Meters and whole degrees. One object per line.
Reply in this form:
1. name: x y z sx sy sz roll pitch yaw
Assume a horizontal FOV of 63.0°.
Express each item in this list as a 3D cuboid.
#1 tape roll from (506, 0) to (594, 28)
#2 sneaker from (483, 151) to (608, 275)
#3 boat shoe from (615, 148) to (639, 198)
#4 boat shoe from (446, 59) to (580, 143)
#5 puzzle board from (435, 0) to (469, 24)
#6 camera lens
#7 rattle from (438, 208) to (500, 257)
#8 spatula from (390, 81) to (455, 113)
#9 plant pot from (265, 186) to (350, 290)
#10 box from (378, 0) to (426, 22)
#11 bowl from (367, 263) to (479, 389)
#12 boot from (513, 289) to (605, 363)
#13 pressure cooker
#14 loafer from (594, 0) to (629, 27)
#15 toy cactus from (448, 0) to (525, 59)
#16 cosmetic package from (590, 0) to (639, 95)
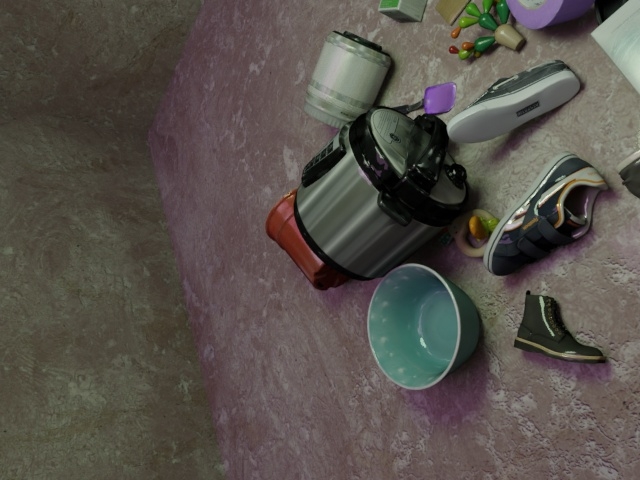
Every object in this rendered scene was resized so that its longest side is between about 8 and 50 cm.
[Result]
1. tape roll: 0.495 -0.612 1.134 0.275 0.090 0.275 165 90 -86
2. sneaker: 0.490 -0.031 1.152 0.321 0.126 0.127 -62 36 23
3. boat shoe: 0.700 -0.189 0.928 0.335 0.112 0.096 -46 63 44
4. boat shoe: 0.433 -0.329 1.220 0.301 0.108 0.102 -25 52 17
5. puzzle board: 0.388 -0.689 1.479 0.128 0.011 0.096 -51 47 35
6. camera lens: 0.083 -0.513 1.678 0.219 0.219 0.274 47 121 45
7. rattle: 0.346 -0.019 1.336 0.199 0.142 0.130 16 116 46
8. spatula: 0.275 -0.401 1.566 0.296 0.030 0.084 -2 85 52
9. plant pot: 0.000 0.000 1.699 0.265 0.272 0.272 55 127 31
10. box: 0.251 -0.724 1.588 0.101 0.101 0.087 29 106 52
11. bowl: 0.284 0.219 1.353 0.311 0.163 0.312 -10 77 52
12. boot: 0.516 0.186 1.134 0.197 0.076 0.137 6 84 52
13. pressure cooker: 0.177 -0.143 1.373 0.420 0.375 0.370 -44 57 37
14. loafer: 0.616 -0.523 1.099 0.076 0.078 0.223 -12 75 51
15. toy cactus: 0.442 -0.543 1.336 0.180 0.112 0.219 48 121 23
16. cosmetic package: 0.672 -0.366 0.949 0.224 0.138 0.225 -43 54 37
